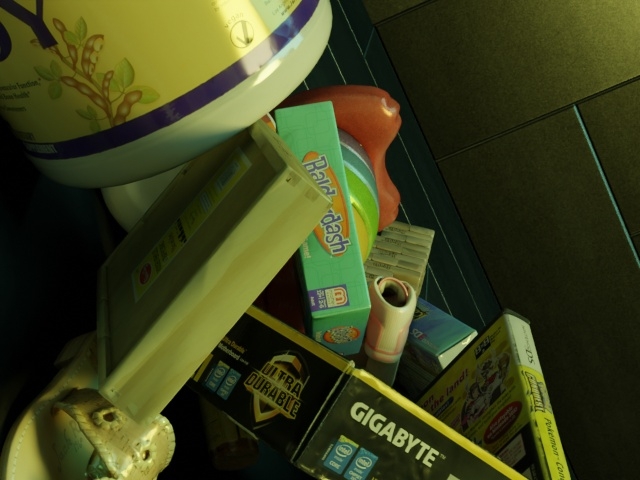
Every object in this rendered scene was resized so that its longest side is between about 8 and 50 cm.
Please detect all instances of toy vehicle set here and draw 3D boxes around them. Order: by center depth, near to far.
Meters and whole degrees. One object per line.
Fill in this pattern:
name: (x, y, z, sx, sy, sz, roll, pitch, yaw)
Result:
toy vehicle set: (-0.078, 0.001, 0.883, 0.035, 0.166, 0.267, 39, 5, -16)

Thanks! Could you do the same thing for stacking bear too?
stacking bear: (-0.018, -0.001, 1.310, 0.289, 0.164, 0.175, -77, 169, -51)

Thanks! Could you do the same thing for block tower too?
block tower: (0.053, 0.076, 1.470, 0.335, 0.097, 0.091, -67, 170, -65)

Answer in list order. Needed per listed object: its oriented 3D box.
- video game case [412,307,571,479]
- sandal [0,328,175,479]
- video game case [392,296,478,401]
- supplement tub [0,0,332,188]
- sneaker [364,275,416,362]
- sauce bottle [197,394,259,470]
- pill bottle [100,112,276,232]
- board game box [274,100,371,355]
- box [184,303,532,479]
video game case: (0.111, 0.233, 1.226, 0.035, 0.275, 0.248, 27, 32, -23)
sandal: (-0.126, 0.115, 0.833, 0.240, 0.079, 0.088, -85, 150, -64)
video game case: (0.150, 0.181, 1.655, 0.244, 0.061, 0.269, 62, -13, -23)
supplement tub: (-0.161, -0.227, 0.896, 0.241, 0.241, 0.331, -90, 154, -59)
sneaker: (0.066, 0.057, 1.329, 0.134, 0.051, 0.070, -90, -169, -65)
sauce bottle: (-0.079, 0.120, 1.104, 0.042, 0.042, 0.128, 49, 24, -55)
pill bottle: (-0.098, -0.068, 1.158, 0.216, 0.121, 0.121, -47, 114, -76)
board game box: (0.000, 0.000, 1.088, 0.210, 0.047, 0.160, 91, -11, -77)
box: (0.043, 0.149, 0.990, 0.322, 0.079, 0.257, 36, -5, -33)
